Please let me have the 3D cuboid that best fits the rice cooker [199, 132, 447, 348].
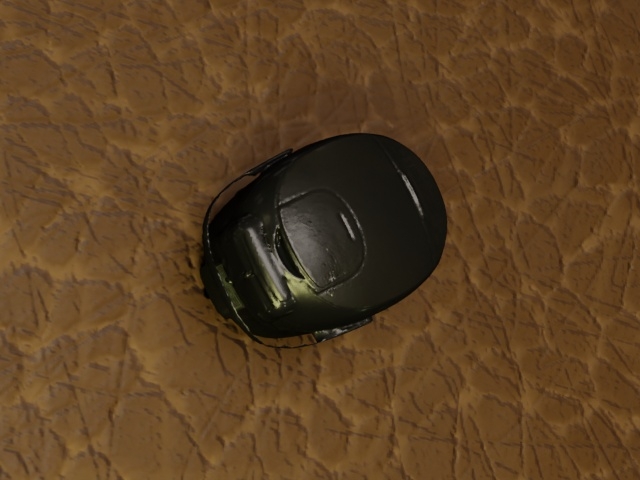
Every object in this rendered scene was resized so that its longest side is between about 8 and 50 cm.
[{"bbox_3d":[-0.001,0.000,1.265,0.203,0.118,0.142,-22,88,-34],"label":"rice cooker"}]
